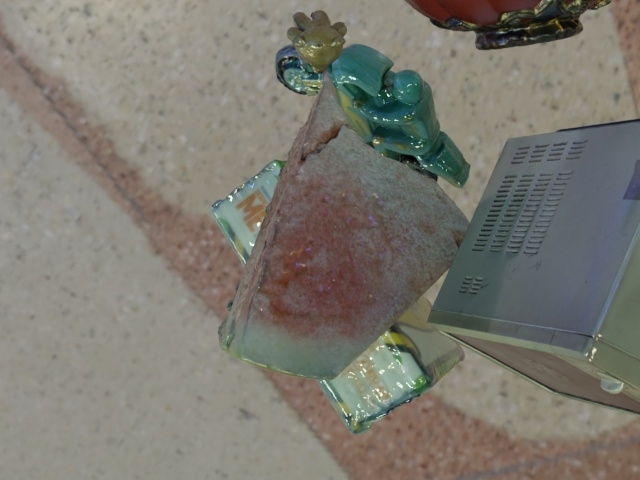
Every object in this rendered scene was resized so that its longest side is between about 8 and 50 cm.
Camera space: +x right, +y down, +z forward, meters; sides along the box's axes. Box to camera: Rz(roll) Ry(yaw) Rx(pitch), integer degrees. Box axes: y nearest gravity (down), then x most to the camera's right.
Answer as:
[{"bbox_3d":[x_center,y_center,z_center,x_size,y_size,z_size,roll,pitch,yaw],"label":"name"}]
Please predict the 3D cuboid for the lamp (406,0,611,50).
[{"bbox_3d":[0.162,-0.270,1.105,0.227,0.227,0.227,13,133,14],"label":"lamp"}]

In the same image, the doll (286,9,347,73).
[{"bbox_3d":[-0.003,-0.210,1.307,0.062,0.093,0.051,-6,142,-5],"label":"doll"}]

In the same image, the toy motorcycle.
[{"bbox_3d":[0.084,-0.172,1.744,0.198,0.109,0.296,-9,135,47],"label":"toy motorcycle"}]

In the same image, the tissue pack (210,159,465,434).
[{"bbox_3d":[0.025,0.056,1.535,0.128,0.228,0.310,-35,84,15],"label":"tissue pack"}]

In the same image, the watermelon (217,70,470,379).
[{"bbox_3d":[0.000,0.000,1.147,0.193,0.310,0.232,44,108,3],"label":"watermelon"}]

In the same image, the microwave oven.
[{"bbox_3d":[0.207,0.017,0.888,0.145,0.194,0.240,30,172,-16],"label":"microwave oven"}]
